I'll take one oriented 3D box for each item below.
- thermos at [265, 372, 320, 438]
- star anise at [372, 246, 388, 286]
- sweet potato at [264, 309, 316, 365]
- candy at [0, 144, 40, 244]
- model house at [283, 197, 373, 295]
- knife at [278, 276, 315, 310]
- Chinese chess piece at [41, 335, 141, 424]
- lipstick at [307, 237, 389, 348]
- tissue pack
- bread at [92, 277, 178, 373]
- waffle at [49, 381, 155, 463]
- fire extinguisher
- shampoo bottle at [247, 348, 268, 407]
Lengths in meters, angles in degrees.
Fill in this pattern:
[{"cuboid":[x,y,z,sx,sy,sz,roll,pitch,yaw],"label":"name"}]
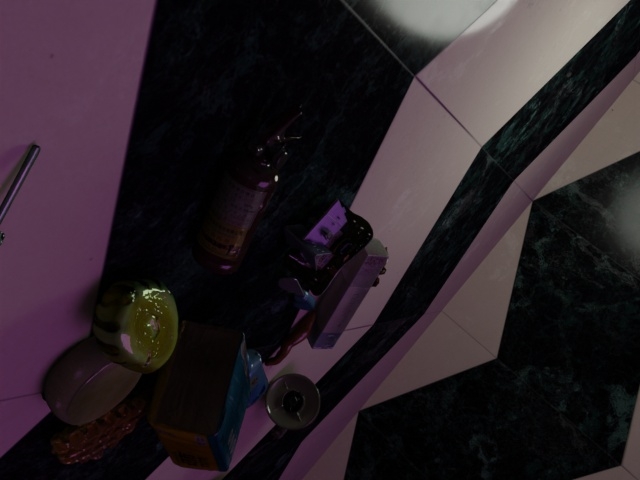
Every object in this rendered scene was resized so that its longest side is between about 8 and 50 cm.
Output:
[{"cuboid":[-0.078,0.475,1.802,0.176,0.146,0.265,-49,166,-15],"label":"thermos"},{"cuboid":[0.125,0.077,1.612,0.168,0.057,0.168,-40,159,-19],"label":"star anise"},{"cuboid":[-0.068,0.241,1.546,0.179,0.044,0.044,-49,160,-1],"label":"sweet potato"},{"cuboid":[-0.316,-0.004,0.607,0.201,0.060,0.060,-58,159,4],"label":"candy"},{"cuboid":[0.000,0.000,1.148,0.167,0.117,0.088,-46,156,3],"label":"model house"},{"cuboid":[-0.054,0.103,1.303,0.244,0.058,0.032,62,46,-70],"label":"knife"},{"cuboid":[-0.323,0.196,0.922,0.144,0.058,0.144,-43,159,-20],"label":"Chinese chess piece"},{"cuboid":[0.057,0.131,1.530,0.066,0.068,0.317,6,128,-31],"label":"lipstick"},{"cuboid":[-0.207,0.281,1.130,0.271,0.134,0.192,96,7,-57],"label":"tissue pack"},{"cuboid":[-0.249,0.112,0.864,0.139,0.071,0.130,18,80,-65],"label":"bread"},{"cuboid":[-0.350,0.297,1.065,0.192,0.046,0.161,-41,159,-21],"label":"waffle"},{"cuboid":[-0.099,-0.077,0.884,0.252,0.075,0.106,-62,-177,30],"label":"fire extinguisher"},{"cuboid":[-0.169,0.299,1.411,0.104,0.061,0.258,-42,158,-19],"label":"shampoo bottle"}]
